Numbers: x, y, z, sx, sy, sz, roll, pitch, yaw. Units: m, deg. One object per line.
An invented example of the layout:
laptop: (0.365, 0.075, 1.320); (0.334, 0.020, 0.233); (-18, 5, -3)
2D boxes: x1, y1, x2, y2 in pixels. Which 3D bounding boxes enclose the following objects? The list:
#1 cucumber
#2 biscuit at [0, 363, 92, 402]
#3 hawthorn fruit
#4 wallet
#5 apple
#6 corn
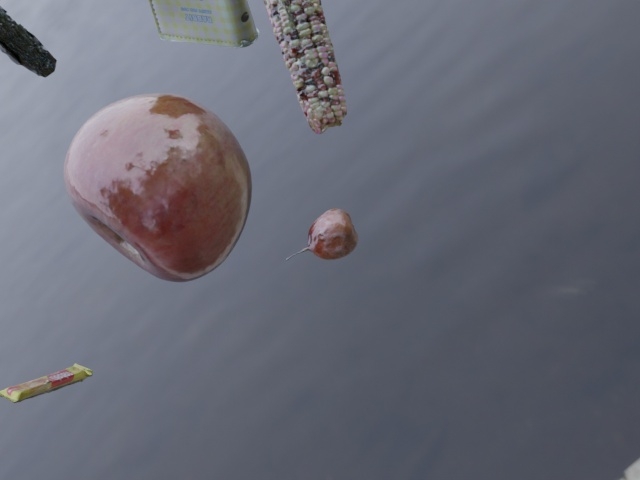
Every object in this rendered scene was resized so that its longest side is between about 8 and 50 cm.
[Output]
cucumber: (-0.421, -0.291, 1.231); (0.044, 0.256, 0.043); (-42, 33, 4)
biscuit: (-0.523, 0.273, 1.942); (0.048, 0.292, 0.026); (16, 97, 14)
hawthorn fruit: (0.000, 0.000, 1.375); (0.103, 0.066, 0.067); (-24, 29, -15)
wallet: (-0.237, -0.489, 1.797); (0.223, 0.309, 0.077); (16, 52, 31)
apple: (-0.261, -0.100, 1.727); (0.269, 0.344, 0.345); (-51, 32, -17)
corn: (-0.019, -0.312, 1.649); (0.092, 0.280, 0.092); (-18, 0, 0)
